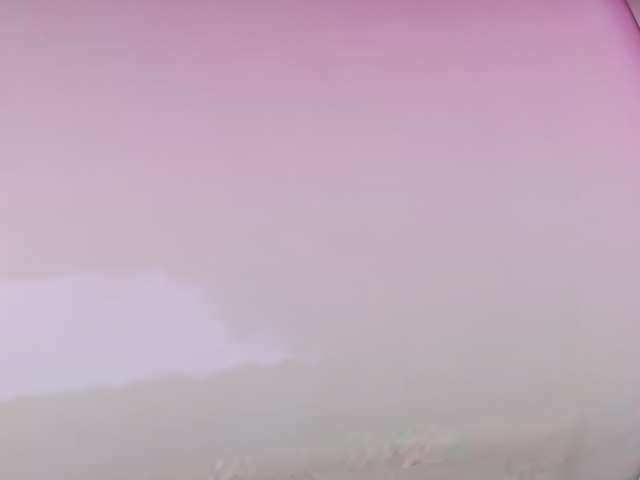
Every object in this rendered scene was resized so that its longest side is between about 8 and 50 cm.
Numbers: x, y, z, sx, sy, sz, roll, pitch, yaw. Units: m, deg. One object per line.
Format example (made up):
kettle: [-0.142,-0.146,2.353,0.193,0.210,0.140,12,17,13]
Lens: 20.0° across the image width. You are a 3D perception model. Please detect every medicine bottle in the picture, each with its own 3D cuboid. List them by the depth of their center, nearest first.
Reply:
medicine bottle: [0.000,0.000,0.582,0.388,0.219,0.219,-6,116,-19]
